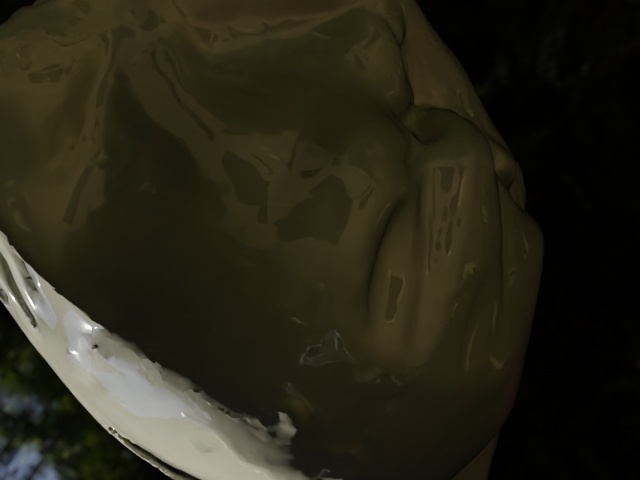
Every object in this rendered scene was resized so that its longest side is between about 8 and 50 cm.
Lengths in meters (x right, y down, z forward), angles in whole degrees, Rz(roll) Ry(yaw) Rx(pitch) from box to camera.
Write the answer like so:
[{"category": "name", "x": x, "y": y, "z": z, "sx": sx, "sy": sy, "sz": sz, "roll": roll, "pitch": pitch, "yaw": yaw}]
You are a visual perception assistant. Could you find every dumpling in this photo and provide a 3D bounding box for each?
[{"category": "dumpling", "x": 0.000, "y": 0.000, "z": 0.429, "sx": 0.188, "sy": 0.127, "sz": 0.108, "roll": 42, "pitch": 166, "yaw": -32}]
